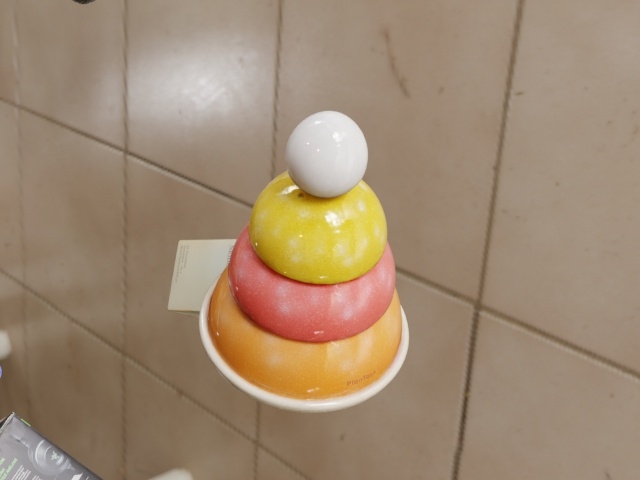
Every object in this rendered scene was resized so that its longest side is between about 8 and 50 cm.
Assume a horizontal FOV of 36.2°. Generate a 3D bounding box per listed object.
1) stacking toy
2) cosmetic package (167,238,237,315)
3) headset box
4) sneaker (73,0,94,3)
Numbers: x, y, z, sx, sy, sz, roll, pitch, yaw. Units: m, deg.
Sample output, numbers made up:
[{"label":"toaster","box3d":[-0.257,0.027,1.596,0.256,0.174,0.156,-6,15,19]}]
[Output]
[{"label":"stacking toy","box3d":[0.000,0.000,1.497,0.350,0.351,0.479,44,142,30]},{"label":"cosmetic package","box3d":[-0.157,0.083,2.002,0.310,0.113,0.160,-2,75,38]},{"label":"headset box","box3d":[-0.377,0.367,1.258,0.283,0.131,0.246,41,141,-15]},{"label":"sneaker","box3d":[-0.491,-0.558,1.690,0.125,0.139,0.340,7,130,37]}]
